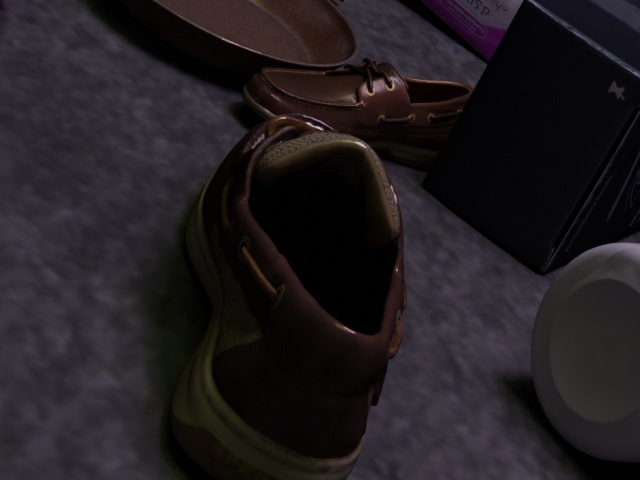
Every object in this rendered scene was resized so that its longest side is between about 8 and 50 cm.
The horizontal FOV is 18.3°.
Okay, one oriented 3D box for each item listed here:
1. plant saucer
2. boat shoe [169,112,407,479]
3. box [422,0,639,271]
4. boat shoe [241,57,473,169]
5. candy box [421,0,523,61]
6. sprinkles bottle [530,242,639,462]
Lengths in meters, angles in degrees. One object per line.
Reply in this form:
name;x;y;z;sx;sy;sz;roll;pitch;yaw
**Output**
plant saucer;-0.069;-0.162;1.370;0.198;0.036;0.198;23;26;-12
boat shoe;0.000;0.000;1.026;0.123;0.123;0.342;26;25;-7
box;0.187;-0.084;1.352;0.108;0.153;0.207;38;25;20
boat shoe;0.028;-0.094;1.313;0.178;0.060;0.064;9;31;-37
candy box;0.164;-0.238;1.682;0.159;0.071;0.233;44;32;14
sprinkles bottle;0.286;0.073;1.193;0.355;0.121;0.121;6;33;-41
